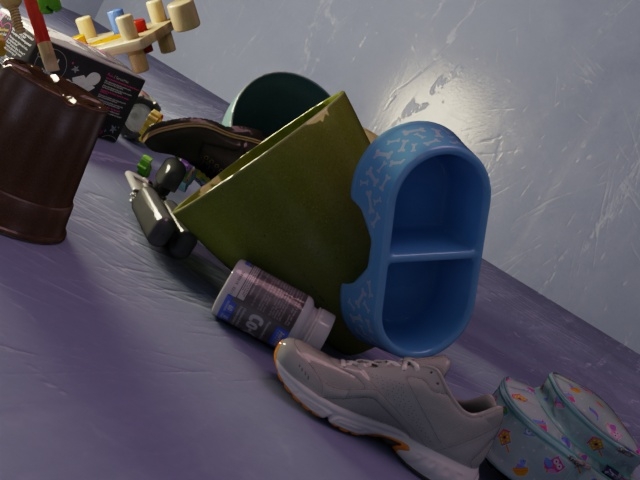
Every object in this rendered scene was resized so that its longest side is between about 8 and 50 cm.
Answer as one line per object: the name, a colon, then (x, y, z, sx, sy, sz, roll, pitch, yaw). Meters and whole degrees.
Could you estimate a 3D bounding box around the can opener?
can opener: (-0.232, -0.059, 1.286, 0.074, 0.093, 0.280, 30, 11, -27)

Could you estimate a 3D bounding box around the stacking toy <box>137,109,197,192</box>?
stacking toy: (-0.224, -0.122, 1.484, 0.167, 0.052, 0.221, 31, -21, -2)

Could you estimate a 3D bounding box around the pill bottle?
pill bottle: (-0.056, 0.087, 1.070, 0.137, 0.078, 0.078, 29, 10, -1)

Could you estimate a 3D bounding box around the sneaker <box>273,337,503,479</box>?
sneaker: (0.078, 0.159, 0.964, 0.263, 0.121, 0.099, 29, 9, -1)

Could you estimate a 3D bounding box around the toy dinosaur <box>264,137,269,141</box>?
toy dinosaur: (-0.049, -0.094, 1.700, 0.296, 0.200, 0.127, -11, -9, -38)

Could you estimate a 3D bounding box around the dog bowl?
dog bowl: (0.119, 0.008, 1.063, 0.166, 0.297, 0.074, -2, 19, -23)

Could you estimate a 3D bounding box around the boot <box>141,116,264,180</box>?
boot: (-0.163, -0.105, 1.322, 0.198, 0.137, 0.077, 0, -20, -30)

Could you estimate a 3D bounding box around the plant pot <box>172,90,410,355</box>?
plant pot: (0.000, 0.000, 1.178, 0.293, 0.275, 0.275, 55, 6, -10)

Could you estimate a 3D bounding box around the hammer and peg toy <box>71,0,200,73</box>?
hammer and peg toy: (-0.413, -0.449, 1.958, 0.362, 0.127, 0.266, -9, 23, 14)

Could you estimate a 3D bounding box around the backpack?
backpack: (0.284, 0.245, 1.068, 0.188, 0.144, 0.166, 25, 16, -6)

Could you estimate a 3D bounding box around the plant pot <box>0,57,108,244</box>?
plant pot: (-0.334, -0.107, 1.009, 0.167, 0.165, 0.167, 29, 9, -5)

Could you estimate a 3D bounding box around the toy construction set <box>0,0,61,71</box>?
toy construction set: (-0.516, -0.283, 1.352, 0.309, 0.258, 0.237, -20, 93, -56)

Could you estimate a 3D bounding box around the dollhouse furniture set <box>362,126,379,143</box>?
dollhouse furniture set: (0.061, -0.071, 1.474, 0.161, 0.242, 0.212, 36, 11, 34)

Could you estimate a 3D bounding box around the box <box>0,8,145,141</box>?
box: (-0.484, -0.307, 1.643, 0.163, 0.142, 0.247, 37, 12, 36)

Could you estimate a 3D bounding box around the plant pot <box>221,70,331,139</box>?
plant pot: (-0.105, -0.192, 1.890, 0.290, 0.290, 0.195, 25, -23, -26)

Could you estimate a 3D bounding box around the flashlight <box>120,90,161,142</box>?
flashlight: (-0.423, -0.295, 1.914, 0.103, 0.103, 0.304, -12, 23, -20)

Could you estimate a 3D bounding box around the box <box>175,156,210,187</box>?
box: (-0.172, -0.110, 1.550, 0.179, 0.043, 0.105, 45, -29, -24)
